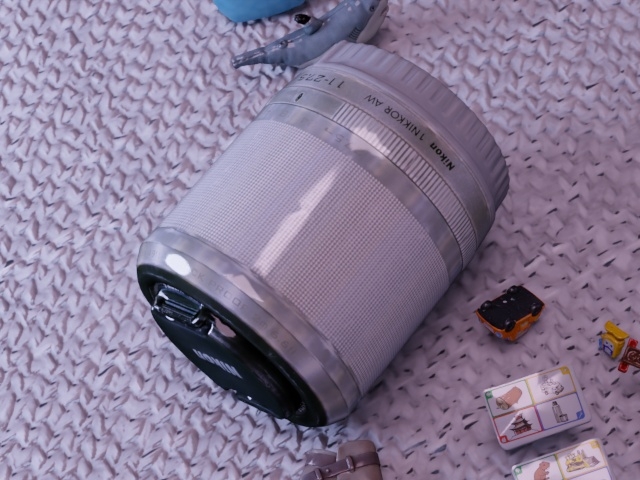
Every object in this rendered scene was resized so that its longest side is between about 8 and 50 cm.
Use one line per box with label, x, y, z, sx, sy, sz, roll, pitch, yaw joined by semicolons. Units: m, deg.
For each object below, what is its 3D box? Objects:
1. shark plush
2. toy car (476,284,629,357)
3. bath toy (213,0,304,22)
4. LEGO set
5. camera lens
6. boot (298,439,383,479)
shark plush;-0.011;-0.208;1.351;0.161;0.067;0.073;-9;60;5
toy car;0.194;0.083;1.168;0.122;0.040;0.060;25;47;24
bath toy;-0.095;-0.399;1.439;0.151;0.129;0.348;-21;59;-2
LEGO set;0.274;0.167;1.104;0.244;0.060;0.182;-20;77;2
camera lens;0.000;0.000;1.145;0.219;0.219;0.274;32;70;24
boot;0.038;0.207;1.126;0.118;0.042;0.087;-1;59;9
